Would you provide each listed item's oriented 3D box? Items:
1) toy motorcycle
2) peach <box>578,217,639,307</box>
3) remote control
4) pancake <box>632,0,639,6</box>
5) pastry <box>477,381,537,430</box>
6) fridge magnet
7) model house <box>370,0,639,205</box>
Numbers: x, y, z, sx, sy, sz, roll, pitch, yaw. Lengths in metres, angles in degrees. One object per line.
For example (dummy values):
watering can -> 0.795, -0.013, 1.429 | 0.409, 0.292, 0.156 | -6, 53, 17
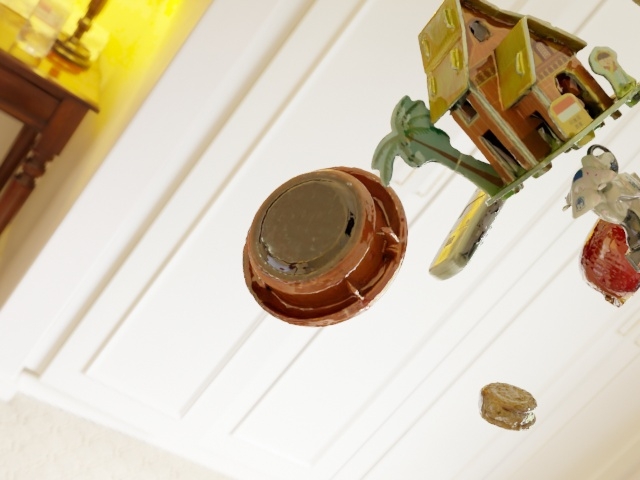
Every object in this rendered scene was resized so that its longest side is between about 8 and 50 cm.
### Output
toy motorcycle -> 0.463, -0.041, 1.158 | 0.150, 0.102, 0.221 | -35, 85, -35
peach -> 0.619, -0.007, 1.479 | 0.159, 0.267, 0.154 | 43, 13, 11
remote control -> 0.338, -0.036, 1.660 | 0.056, 0.296, 0.140 | 37, -27, -4
pancake -> 0.602, -0.450, 1.369 | 0.108, 0.108, 0.017 | 46, -20, 20
pastry -> 0.315, 0.279, 1.273 | 0.097, 0.057, 0.109 | 18, 18, 41
fridge magnet -> 0.000, 0.000, 1.529 | 0.364, 0.363, 0.155 | 52, 1, 37
model house -> 0.251, -0.229, 1.188 | 0.324, 0.340, 0.300 | 52, -18, 5
